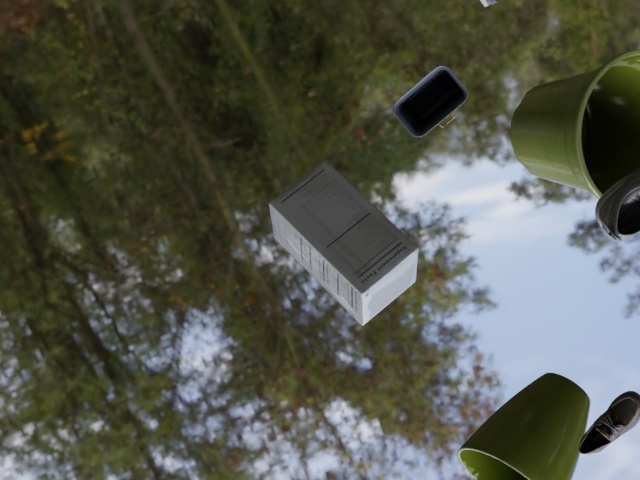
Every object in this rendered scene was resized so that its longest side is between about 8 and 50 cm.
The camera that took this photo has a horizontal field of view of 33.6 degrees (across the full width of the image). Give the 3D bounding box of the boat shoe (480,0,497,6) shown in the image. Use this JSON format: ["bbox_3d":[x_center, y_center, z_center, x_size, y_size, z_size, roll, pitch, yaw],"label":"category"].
[{"bbox_3d":[0.431,-0.743,2.791,0.095,0.112,0.335,-25,-132,18],"label":"boat shoe"}]

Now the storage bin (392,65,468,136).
[{"bbox_3d":[0.218,-0.267,2.027,0.135,0.098,0.091,-40,-175,19],"label":"storage bin"}]

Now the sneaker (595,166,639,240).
[{"bbox_3d":[0.534,-0.095,1.584,0.281,0.105,0.115,-51,-174,23],"label":"sneaker"}]

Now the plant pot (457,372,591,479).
[{"bbox_3d":[0.529,0.477,2.598,0.293,0.275,0.274,-52,-157,-21],"label":"plant pot"}]

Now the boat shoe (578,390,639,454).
[{"bbox_3d":[0.606,0.389,2.212,0.066,0.066,0.183,-19,146,-51],"label":"boat shoe"}]

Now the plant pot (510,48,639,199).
[{"bbox_3d":[0.482,-0.192,1.879,0.276,0.276,0.254,-25,-165,-22],"label":"plant pot"}]

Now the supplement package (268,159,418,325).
[{"bbox_3d":[0.040,0.005,1.870,0.139,0.244,0.134,-38,157,-16],"label":"supplement package"}]
